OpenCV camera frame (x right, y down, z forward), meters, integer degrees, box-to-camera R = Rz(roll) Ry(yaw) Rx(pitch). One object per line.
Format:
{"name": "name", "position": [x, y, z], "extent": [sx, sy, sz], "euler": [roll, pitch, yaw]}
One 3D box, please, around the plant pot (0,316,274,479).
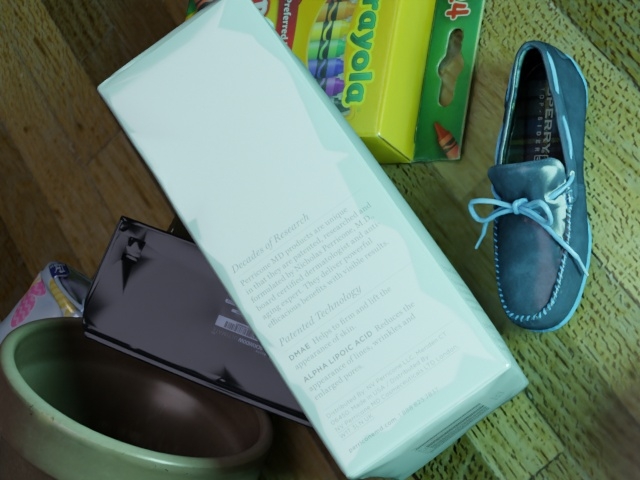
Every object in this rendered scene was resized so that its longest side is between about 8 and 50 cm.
{"name": "plant pot", "position": [-0.204, 0.229, 1.195], "extent": [0.263, 0.263, 0.229], "euler": [35, 110, 36]}

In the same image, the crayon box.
{"name": "crayon box", "position": [-0.001, -0.182, 1.293], "extent": [0.318, 0.081, 0.202], "euler": [0, 73, 32]}

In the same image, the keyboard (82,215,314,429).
{"name": "keyboard", "position": [-0.054, 0.050, 1.203], "extent": [0.317, 0.033, 0.202], "euler": [21, 80, 11]}

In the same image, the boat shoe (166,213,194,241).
{"name": "boat shoe", "position": [-0.111, 0.005, 1.301], "extent": [0.223, 0.073, 0.080], "euler": [-50, 46, 10]}

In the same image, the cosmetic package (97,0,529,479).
{"name": "cosmetic package", "position": [0.000, 0.000, 1.078], "extent": [0.156, 0.217, 0.385], "euler": [-37, 73, 5]}

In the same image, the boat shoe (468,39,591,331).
{"name": "boat shoe", "position": [0.177, -0.051, 1.127], "extent": [0.109, 0.089, 0.258], "euler": [-11, 68, 29]}

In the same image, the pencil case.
{"name": "pencil case", "position": [-0.315, 0.153, 1.351], "extent": [0.273, 0.113, 0.124], "euler": [-49, 35, 10]}
